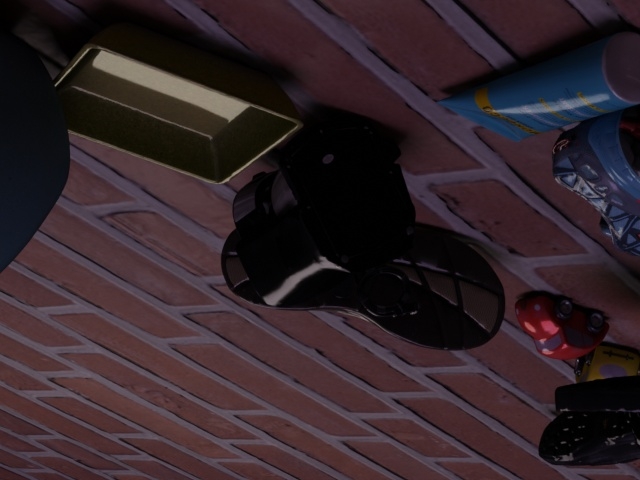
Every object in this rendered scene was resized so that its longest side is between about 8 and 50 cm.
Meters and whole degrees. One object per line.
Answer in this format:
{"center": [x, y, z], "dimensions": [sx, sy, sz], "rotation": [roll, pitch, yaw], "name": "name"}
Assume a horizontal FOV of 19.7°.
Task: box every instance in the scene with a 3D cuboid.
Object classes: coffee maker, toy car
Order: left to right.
{"center": [0.000, 0.000, 1.591], "dimensions": [0.120, 0.171, 0.178], "rotation": [1, 165, -18], "name": "coffee maker"}
{"center": [0.334, 0.123, 1.894], "dimensions": [0.225, 0.053, 0.239], "rotation": [1, 157, 28], "name": "toy car"}

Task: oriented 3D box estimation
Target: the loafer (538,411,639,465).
{"center": [0.342, 0.231, 2.144], "dimensions": [0.078, 0.076, 0.223], "rotation": [31, 150, -25], "name": "loafer"}

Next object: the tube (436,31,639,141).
{"center": [0.173, -0.110, 1.387], "dimensions": [0.080, 0.052, 0.207], "rotation": [29, 161, -21], "name": "tube"}

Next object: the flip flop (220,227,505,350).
{"center": [0.042, 0.036, 1.779], "dimensions": [0.277, 0.112, 0.080], "rotation": [8, -175, 4], "name": "flip flop"}

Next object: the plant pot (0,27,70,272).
{"center": [-0.318, -0.076, 1.487], "dimensions": [0.195, 0.290, 0.290], "rotation": [-18, 174, -28], "name": "plant pot"}

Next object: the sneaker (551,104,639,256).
{"center": [0.287, -0.029, 1.468], "dimensions": [0.262, 0.104, 0.125], "rotation": [37, 151, -30], "name": "sneaker"}

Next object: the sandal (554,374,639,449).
{"center": [0.433, 0.187, 1.775], "dimensions": [0.446, 0.107, 0.167], "rotation": [5, 176, -24], "name": "sandal"}

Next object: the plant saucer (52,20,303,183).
{"center": [-0.129, -0.119, 1.527], "dimensions": [0.188, 0.045, 0.188], "rotation": [19, 158, -19], "name": "plant saucer"}
